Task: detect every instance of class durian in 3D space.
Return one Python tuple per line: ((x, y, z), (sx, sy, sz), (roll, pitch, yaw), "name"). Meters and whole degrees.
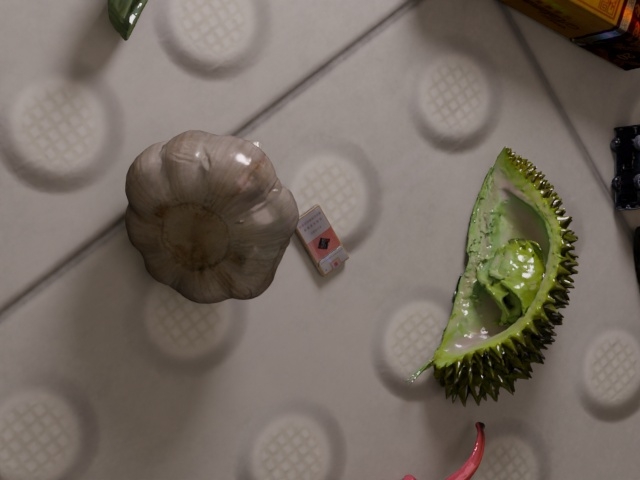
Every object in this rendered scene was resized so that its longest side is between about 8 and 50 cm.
((0.260, 0.068, 1.774), (0.169, 0.157, 0.355), (20, 80, 10), "durian")

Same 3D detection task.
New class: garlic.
((-0.115, -0.047, 1.538), (0.218, 0.219, 0.212), (56, 30, -17), "garlic")

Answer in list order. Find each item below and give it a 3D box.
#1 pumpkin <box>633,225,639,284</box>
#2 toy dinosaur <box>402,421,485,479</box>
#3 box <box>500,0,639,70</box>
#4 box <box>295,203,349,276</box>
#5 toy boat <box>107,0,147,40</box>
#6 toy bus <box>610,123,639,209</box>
((0.609, 0.084, 1.898), (0.312, 0.169, 0.148), (19, 80, -26), "pumpkin")
((0.149, 0.383, 1.735), (0.286, 0.070, 0.139), (-38, 118, -25), "toy dinosaur")
((0.349, -0.433, 1.782), (0.415, 0.116, 0.264), (21, 81, -27), "box")
((0.000, 0.000, 1.668), (0.046, 0.012, 0.083), (-37, 106, -23), "box")
((-0.171, -0.371, 1.531), (0.055, 0.093, 0.293), (33, 74, 2), "toy boat")
((0.471, -0.105, 1.885), (0.075, 0.060, 0.123), (1, 89, -31), "toy bus")
